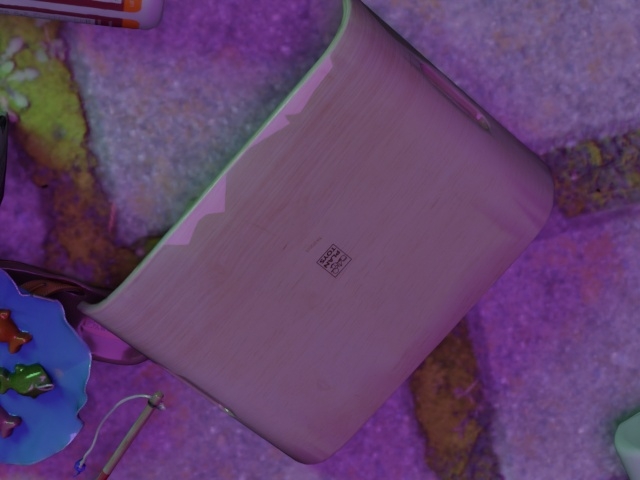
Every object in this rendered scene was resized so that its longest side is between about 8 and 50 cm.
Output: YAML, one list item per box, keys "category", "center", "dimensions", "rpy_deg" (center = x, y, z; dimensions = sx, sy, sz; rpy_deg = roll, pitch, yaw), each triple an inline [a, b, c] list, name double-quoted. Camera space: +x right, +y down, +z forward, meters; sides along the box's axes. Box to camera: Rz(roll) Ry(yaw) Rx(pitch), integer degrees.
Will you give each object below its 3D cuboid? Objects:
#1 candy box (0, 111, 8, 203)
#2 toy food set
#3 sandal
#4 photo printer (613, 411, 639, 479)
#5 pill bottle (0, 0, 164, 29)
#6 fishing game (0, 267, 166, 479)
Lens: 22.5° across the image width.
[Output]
- category: "candy box"
  center: [-0.337, -0.052, 1.101]
  dimensions: [0.233, 0.159, 0.071]
  rpy_deg: [4, 104, -6]
- category: "toy food set"
  center: [0.000, 0.000, 1.196]
  dimensions: [0.219, 0.092, 0.306]
  rpy_deg: [39, 98, -24]
- category: "sandal"
  center: [-0.205, 0.059, 1.196]
  dimensions: [0.180, 0.049, 0.072]
  rpy_deg: [11, 101, -8]
- category: "photo printer"
  center: [0.404, 0.231, 1.270]
  dimensions: [0.256, 0.107, 0.307]
  rpy_deg: [-27, 105, 1]
- category: "pill bottle"
  center: [-0.213, -0.214, 1.097]
  dimensions: [0.221, 0.121, 0.121]
  rpy_deg: [6, 102, -7]
- category: "fishing game"
  center: [-0.253, 0.097, 1.172]
  dimensions: [0.264, 0.041, 0.189]
  rpy_deg: [31, 122, -9]
